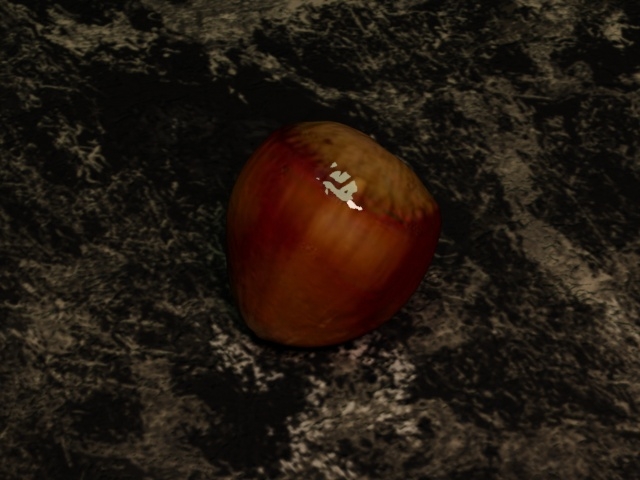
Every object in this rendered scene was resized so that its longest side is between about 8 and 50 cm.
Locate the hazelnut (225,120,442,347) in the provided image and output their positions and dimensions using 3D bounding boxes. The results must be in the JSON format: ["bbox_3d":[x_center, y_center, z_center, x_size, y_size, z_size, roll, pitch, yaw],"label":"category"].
[{"bbox_3d":[0.000,0.000,1.583,0.208,0.208,0.208,-1,44,1],"label":"hazelnut"}]
